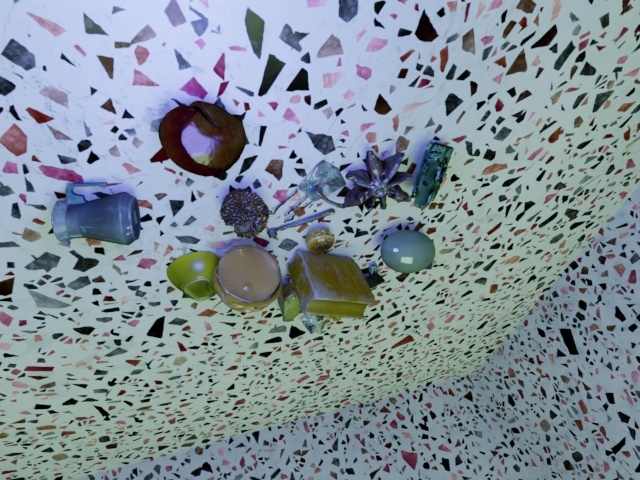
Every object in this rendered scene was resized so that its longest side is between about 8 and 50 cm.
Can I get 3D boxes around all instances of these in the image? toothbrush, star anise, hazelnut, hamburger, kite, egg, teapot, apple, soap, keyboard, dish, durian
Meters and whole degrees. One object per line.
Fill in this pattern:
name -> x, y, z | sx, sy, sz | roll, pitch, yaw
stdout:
toothbrush -> -0.077, -0.072, 1.699 | 0.297, 0.031, 0.030 | -20, 166, -6
star anise -> 0.198, -0.231, 1.596 | 0.359, 0.139, 0.316 | 24, 115, -23
hazelnut -> -0.341, -0.290, 1.211 | 0.251, 0.217, 0.217 | -18, 147, -45
hamburger -> -0.298, 0.168, 1.690 | 0.276, 0.277, 0.237 | -8, 156, -17
kite -> -0.054, -0.185, 1.598 | 0.309, 0.015, 0.169 | -35, 139, 10
hamburger -> 0.000, 0.000, 1.772 | 0.126, 0.082, 0.141 | 2, 135, -27
egg -> 0.409, 0.052, 1.930 | 0.282, 0.203, 0.203 | 1, 135, -31
teapot -> -0.702, -0.081, 1.305 | 0.224, 0.171, 0.203 | -3, 105, -13
apple -> -0.116, 0.267, 1.986 | 0.193, 0.120, 0.265 | -25, 152, -20
soap -> 0.044, 0.197, 1.849 | 0.334, 0.294, 0.156 | 11, 130, -32
keyboard -> 0.179, 0.251, 2.143 | 0.309, 0.018, 0.101 | -28, 137, 20
dish -> -0.499, 0.172, 1.704 | 0.220, 0.108, 0.263 | -20, 140, -3
durian -> -0.256, -0.095, 1.472 | 0.195, 0.167, 0.196 | 5, 165, 1

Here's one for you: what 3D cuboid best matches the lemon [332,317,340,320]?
lemon -> 0.090, 0.413, 2.284 | 0.062, 0.062, 0.083 | -17, 139, -8

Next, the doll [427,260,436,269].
doll -> 0.545, 0.132, 2.198 | 0.142, 0.058, 0.099 | -7, 158, -16

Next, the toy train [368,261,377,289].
toy train -> 0.272, 0.190, 2.140 | 0.047, 0.043, 0.208 | -14, 139, -6

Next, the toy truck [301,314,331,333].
toy truck -> -0.002, 0.340, 2.034 | 0.135, 0.114, 0.271 | -22, 148, -36

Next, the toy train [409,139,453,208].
toy train -> 0.438, -0.249, 1.638 | 0.154, 0.115, 0.270 | -53, 159, -40
